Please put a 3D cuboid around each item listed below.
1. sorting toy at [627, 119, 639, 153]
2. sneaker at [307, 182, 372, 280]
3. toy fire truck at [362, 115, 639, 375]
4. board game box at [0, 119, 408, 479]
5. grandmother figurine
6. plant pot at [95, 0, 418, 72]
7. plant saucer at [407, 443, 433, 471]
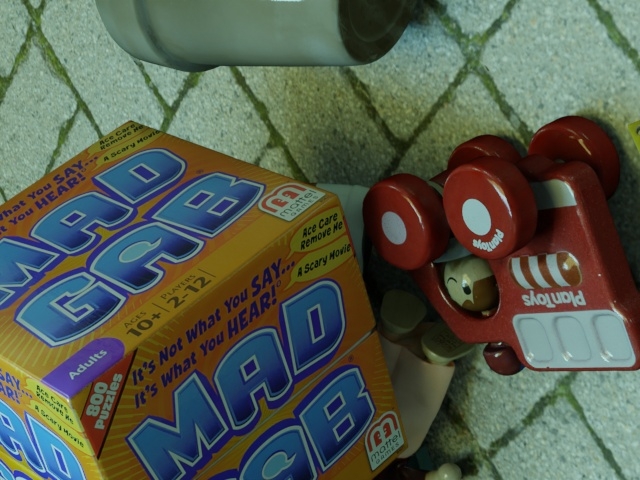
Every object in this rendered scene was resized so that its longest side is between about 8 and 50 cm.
[{"bbox_3d":[0.396,-0.042,1.332,0.274,0.132,0.046,45,174,37],"label":"sorting toy"},{"bbox_3d":[0.000,0.000,1.741,0.290,0.123,0.106,87,-165,-67],"label":"sneaker"},{"bbox_3d":[0.197,0.024,1.558,0.302,0.169,0.254,-9,103,52],"label":"toy fire truck"},{"bbox_3d":[-0.181,0.140,1.633,0.356,0.356,0.356,22,140,42],"label":"board game box"},{"bbox_3d":[0.079,0.235,1.799,0.208,0.104,0.342,40,128,26],"label":"grandmother figurine"},{"bbox_3d":[-0.048,-0.321,1.662,0.280,0.323,0.323,19,117,29],"label":"plant pot"},{"bbox_3d":[0.077,0.301,1.904,0.192,0.018,0.067,-19,87,50],"label":"plant saucer"}]
